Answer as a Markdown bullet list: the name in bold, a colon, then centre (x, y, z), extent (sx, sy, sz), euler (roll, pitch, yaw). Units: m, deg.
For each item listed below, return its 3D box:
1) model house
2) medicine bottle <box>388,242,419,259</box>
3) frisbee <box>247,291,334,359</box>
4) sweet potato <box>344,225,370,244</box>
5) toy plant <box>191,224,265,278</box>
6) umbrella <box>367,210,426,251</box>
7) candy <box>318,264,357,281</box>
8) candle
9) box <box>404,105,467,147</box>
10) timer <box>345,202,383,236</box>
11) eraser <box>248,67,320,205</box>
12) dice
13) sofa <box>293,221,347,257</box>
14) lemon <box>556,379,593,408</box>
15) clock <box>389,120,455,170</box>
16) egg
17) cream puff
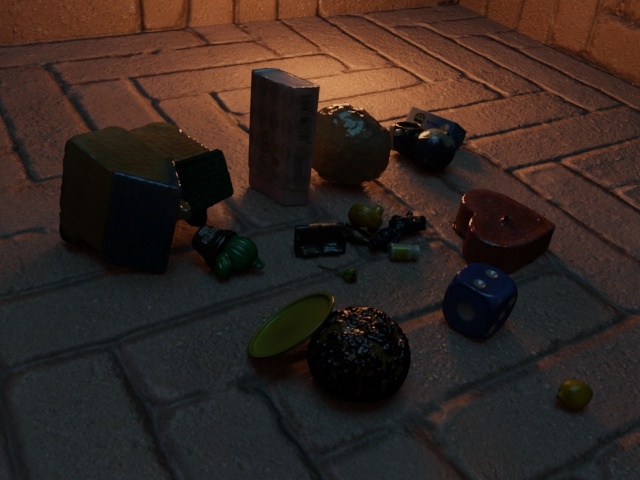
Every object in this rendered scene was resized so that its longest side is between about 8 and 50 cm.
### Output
- **model house**: centre (-0.449, -0.113, 1.841), extent (0.343, 0.334, 0.382), euler (33, 37, 17)
- **medicine bottle**: centre (0.238, 0.032, 1.935), extent (0.083, 0.047, 0.047), euler (2, 35, -5)
- **frisbee**: centre (-0.067, 0.196, 1.567), extent (0.236, 0.017, 0.236), euler (-29, 18, 10)
- **sweet potato**: centre (0.081, -0.021, 1.998), extent (0.153, 0.038, 0.041), euler (17, 31, 18)
- **toy plant**: centre (-0.247, 0.036, 1.816), extent (0.200, 0.105, 0.143), euler (29, 50, 10)
- **umbrella**: centre (0.220, -0.030, 2.004), extent (0.080, 0.071, 0.224), euler (20, 37, 41)
- **candy**: centre (0.046, 0.083, 1.855), extent (0.123, 0.035, 0.035), euler (16, 32, 28)
- **candle**: centre (0.553, -0.034, 2.013), extent (0.287, 0.131, 0.317), euler (9, 36, -1)
- **box**: centre (0.434, -0.426, 2.546), extent (0.194, 0.073, 0.139), euler (29, 9, 30)
- **timer**: centre (0.138, -0.074, 2.017), extent (0.107, 0.107, 0.109), euler (26, 77, 26)
- **eraser**: centre (-0.118, -0.307, 2.061), extent (0.213, 0.396, 0.082), euler (31, 41, 32)
- **dice**: centre (0.400, 0.148, 1.711), extent (0.146, 0.146, 0.143), euler (-26, 48, -38)
- **sofa**: centre (0.000, 0.000, 1.914), extent (0.147, 0.085, 0.060), euler (-3, 33, -14)
- **lemon**: centre (0.570, 0.345, 1.528), extent (0.092, 0.065, 0.065), euler (-2, 36, -15)
- **clock**: centre (0.368, -0.339, 2.403), extent (0.200, 0.146, 0.243), euler (-8, 31, -39)
- **egg**: centre (0.081, -0.316, 2.229), extent (0.310, 0.279, 0.279), euler (31, 42, 30)
- **cream puff**: centre (0.086, 0.245, 1.510), extent (0.239, 0.164, 0.239), euler (3, 33, -2)
